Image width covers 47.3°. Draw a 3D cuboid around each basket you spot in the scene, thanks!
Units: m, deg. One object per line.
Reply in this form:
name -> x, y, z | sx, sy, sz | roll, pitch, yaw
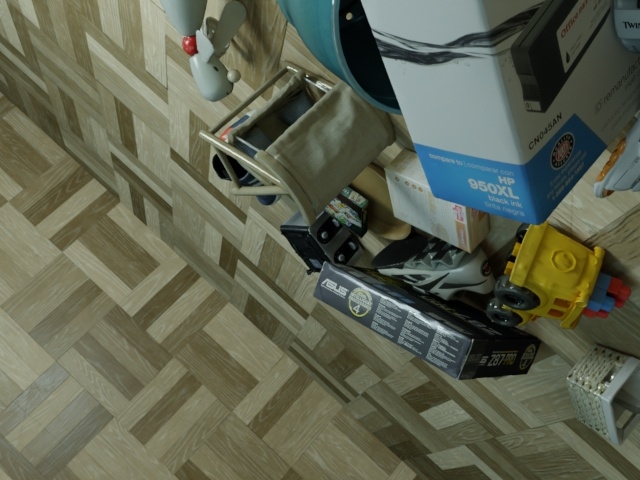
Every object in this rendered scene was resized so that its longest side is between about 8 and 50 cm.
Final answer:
basket -> 0.557, 0.296, 1.419 | 0.103, 0.113, 0.167 | 27, 153, 45

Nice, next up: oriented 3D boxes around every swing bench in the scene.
swing bench -> -0.041, -0.194, 1.389 | 0.255, 0.253, 0.165 | 22, 149, 43

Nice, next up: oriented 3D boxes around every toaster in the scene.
toaster -> 0.000, 0.000, 1.859 | 0.168, 0.110, 0.186 | 54, 156, -21

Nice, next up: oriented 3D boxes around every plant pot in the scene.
plant pot -> 0.069, -0.335, 0.964 | 0.255, 0.272, 0.271 | 41, 163, 48
plant pot -> 0.111, -0.098, 1.595 | 0.236, 0.032, 0.236 | 37, 158, 18

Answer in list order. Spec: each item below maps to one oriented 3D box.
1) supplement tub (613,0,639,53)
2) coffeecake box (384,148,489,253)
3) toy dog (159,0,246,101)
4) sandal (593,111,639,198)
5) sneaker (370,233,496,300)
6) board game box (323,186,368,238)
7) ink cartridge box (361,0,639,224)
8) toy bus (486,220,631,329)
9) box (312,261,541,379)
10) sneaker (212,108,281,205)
supplement tub -> 0.403, -0.238, 0.719 | 0.190, 0.117, 0.117 | 21, 149, 46
coffeecake box -> 0.222, -0.076, 1.389 | 0.185, 0.068, 0.142 | 29, 153, 34
toy dog -> -0.215, -0.444, 1.381 | 0.161, 0.220, 0.333 | -9, 140, 24
sandal -> 0.424, -0.122, 0.911 | 0.076, 0.102, 0.265 | 39, 156, 19
sneaker -> 0.234, 0.069, 1.557 | 0.146, 0.122, 0.330 | 54, 157, -19
board game box -> 0.002, -0.117, 1.673 | 0.260, 0.030, 0.136 | 37, 160, 20
ink cartridge box -> 0.209, -0.261, 0.784 | 0.166, 0.285, 0.395 | 23, 150, 45
toy bus -> 0.416, 0.085, 1.276 | 0.211, 0.149, 0.220 | 21, 155, 12
box -> 0.226, 0.168, 1.568 | 0.395, 0.097, 0.318 | 27, -168, 39
sneaker -> -0.185, -0.175, 1.782 | 0.131, 0.148, 0.350 | 49, 163, 24
